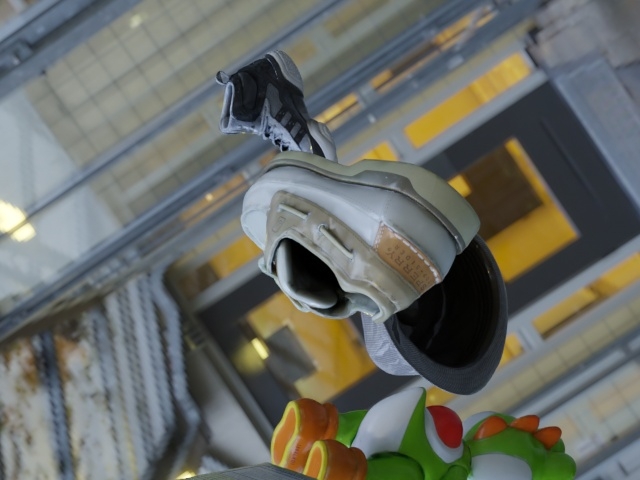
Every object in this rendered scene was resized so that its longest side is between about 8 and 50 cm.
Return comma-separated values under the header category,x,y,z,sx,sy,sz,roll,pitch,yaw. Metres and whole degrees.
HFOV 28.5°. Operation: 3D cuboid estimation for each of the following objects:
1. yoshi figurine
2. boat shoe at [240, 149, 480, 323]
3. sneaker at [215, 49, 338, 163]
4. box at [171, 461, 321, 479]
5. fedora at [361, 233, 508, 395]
category,x,y,z,sx,sy,sz,roll,pitch,yaw
yoshi figurine,0.126,0.291,1.494,0.203,0.362,0.203,148,125,-62
boat shoe,0.000,0.000,0.999,0.113,0.103,0.302,43,163,-18
sneaker,-0.080,-0.180,2.098,0.268,0.153,0.101,66,154,11
box,-0.084,0.331,1.157,0.117,0.213,0.243,13,-177,29
fedora,0.138,0.095,1.738,0.244,0.124,0.275,34,-128,-22
